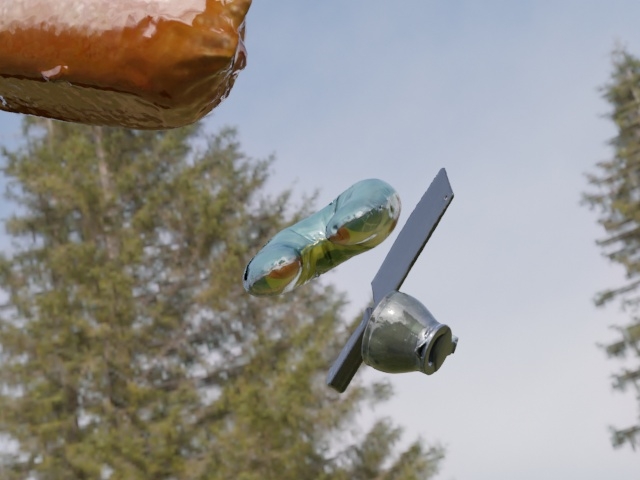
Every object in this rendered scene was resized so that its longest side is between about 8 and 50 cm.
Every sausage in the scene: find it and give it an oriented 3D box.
[{"bbox_3d":[-0.196,-0.127,0.642,0.349,0.097,0.094,11,-28,21],"label":"sausage"}]

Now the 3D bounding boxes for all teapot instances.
[{"bbox_3d":[0.076,0.078,0.895,0.088,0.057,0.066,0,-71,-59],"label":"teapot"}]

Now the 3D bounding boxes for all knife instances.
[{"bbox_3d":[0.065,0.040,1.069,0.019,0.072,0.245,22,-64,-14],"label":"knife"}]

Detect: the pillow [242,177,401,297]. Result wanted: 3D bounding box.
[{"bbox_3d":[0.000,0.000,1.431,0.233,0.086,0.214,-30,-1,17],"label":"pillow"}]
